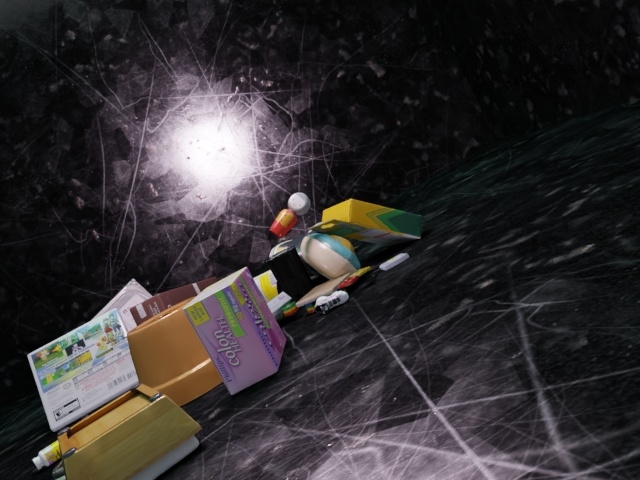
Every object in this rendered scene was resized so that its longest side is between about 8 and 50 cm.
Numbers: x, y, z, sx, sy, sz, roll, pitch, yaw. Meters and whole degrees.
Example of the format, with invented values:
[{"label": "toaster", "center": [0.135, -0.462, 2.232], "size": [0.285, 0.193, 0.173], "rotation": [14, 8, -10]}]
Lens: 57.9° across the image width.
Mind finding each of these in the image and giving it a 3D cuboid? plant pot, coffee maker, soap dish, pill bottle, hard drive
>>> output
[{"label": "plant pot", "center": [-0.357, 0.278, 1.478], "size": [0.290, 0.204, 0.291], "rotation": [-27, 6, 3]}, {"label": "coffee maker", "center": [-0.085, 0.112, 1.852], "size": [0.120, 0.178, 0.171], "rotation": [-30, 5, -22]}, {"label": "soap dish", "center": [-0.367, 0.370, 1.069], "size": [0.228, 0.118, 0.290], "rotation": [-30, 7, -27]}, {"label": "pill bottle", "center": [-0.673, 0.535, 1.449], "size": [0.083, 0.043, 0.043], "rotation": [-31, 6, -32]}, {"label": "hard drive", "center": [-0.723, 0.340, 2.114], "size": [0.339, 0.237, 0.064], "rotation": [-48, 14, -23]}, {"label": "pill bottle", "center": [-0.201, 0.181, 2.126], "size": [0.214, 0.117, 0.117], "rotation": [-26, 5, 18]}]

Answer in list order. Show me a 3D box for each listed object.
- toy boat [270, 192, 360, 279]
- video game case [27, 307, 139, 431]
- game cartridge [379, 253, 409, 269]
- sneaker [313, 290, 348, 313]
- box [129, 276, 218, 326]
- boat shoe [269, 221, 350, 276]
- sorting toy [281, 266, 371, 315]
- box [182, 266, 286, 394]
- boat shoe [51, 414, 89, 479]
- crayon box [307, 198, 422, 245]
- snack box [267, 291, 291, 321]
[{"label": "toy boat", "center": [0.000, 0.000, 1.761], "size": [0.148, 0.318, 0.267], "rotation": [-52, 23, -7]}, {"label": "video game case", "center": [-0.780, 0.423, 1.935], "size": [0.328, 0.300, 0.036], "rotation": [-29, -30, -12]}, {"label": "game cartridge", "center": [0.217, 0.062, 1.698], "size": [0.083, 0.017, 0.056], "rotation": [-29, 9, -11]}, {"label": "sneaker", "center": [0.025, 0.170, 1.524], "size": [0.098, 0.038, 0.069], "rotation": [-23, 17, 30]}, {"label": "box", "center": [-0.466, 0.259, 2.014], "size": [0.143, 0.191, 0.381], "rotation": [-28, -3, 20]}, {"label": "boat shoe", "center": [0.005, 0.034, 2.144], "size": [0.155, 0.187, 0.500], "rotation": [-9, 6, 30]}, {"label": "sorting toy", "center": [0.025, 0.150, 1.633], "size": [0.274, 0.046, 0.132], "rotation": [-25, 5, 31]}, {"label": "box", "center": [-0.185, 0.195, 1.325], "size": [0.117, 0.214, 0.243], "rotation": [-28, 5, 5]}, {"label": "boat shoe", "center": [-0.547, 0.466, 1.294], "size": [0.084, 0.079, 0.233], "rotation": [-26, 6, -1]}, {"label": "crayon box", "center": [0.145, -0.059, 1.916], "size": [0.322, 0.083, 0.203], "rotation": [11, -12, -24]}, {"label": "snack box", "center": [-0.151, 0.219, 1.677], "size": [0.141, 0.037, 0.100], "rotation": [-35, -24, -50]}]
